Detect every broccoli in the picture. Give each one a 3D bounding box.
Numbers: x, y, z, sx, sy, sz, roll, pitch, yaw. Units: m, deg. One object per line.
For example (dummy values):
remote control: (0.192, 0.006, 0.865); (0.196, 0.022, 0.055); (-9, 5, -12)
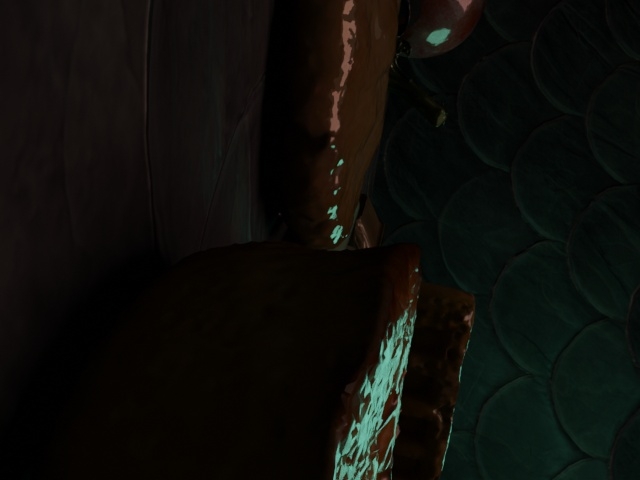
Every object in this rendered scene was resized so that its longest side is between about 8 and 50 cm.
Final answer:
broccoli: (0.146, -0.274, 1.638); (0.122, 0.204, 0.118); (-41, 152, -22)

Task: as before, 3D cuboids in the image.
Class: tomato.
tomato: (0.213, -0.489, 1.759); (0.270, 0.227, 0.270); (11, 90, -87)

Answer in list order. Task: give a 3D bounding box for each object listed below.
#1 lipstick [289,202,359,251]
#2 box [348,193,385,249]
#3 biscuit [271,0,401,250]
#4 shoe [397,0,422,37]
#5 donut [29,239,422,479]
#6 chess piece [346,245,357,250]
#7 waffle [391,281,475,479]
lipstick: (0.000, 0.000, 1.178); (0.304, 0.076, 0.076); (-70, 168, -65)
box: (0.052, -0.012, 1.570); (0.177, 0.111, 0.111); (-68, 166, -65)
biscuit: (0.033, -0.210, 1.004); (0.446, 0.104, 0.429); (-74, 171, -58)
shoe: (0.081, -0.339, 1.309); (0.241, 0.108, 0.093); (9, 92, -78)
donut: (-0.055, 0.176, 0.491); (0.377, 0.163, 0.435); (87, 15, -60)
chess piece: (0.010, 0.134, 1.215); (0.167, 0.167, 0.299); (93, 2, -50)
waffle: (0.026, 0.140, 0.909); (0.055, 0.221, 0.248); (-72, 170, -58)
